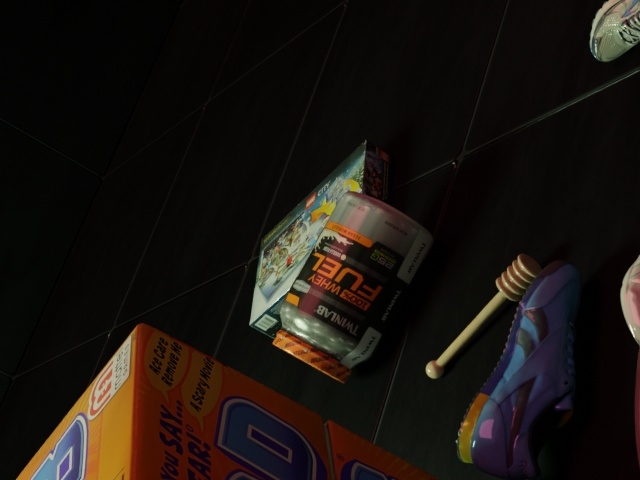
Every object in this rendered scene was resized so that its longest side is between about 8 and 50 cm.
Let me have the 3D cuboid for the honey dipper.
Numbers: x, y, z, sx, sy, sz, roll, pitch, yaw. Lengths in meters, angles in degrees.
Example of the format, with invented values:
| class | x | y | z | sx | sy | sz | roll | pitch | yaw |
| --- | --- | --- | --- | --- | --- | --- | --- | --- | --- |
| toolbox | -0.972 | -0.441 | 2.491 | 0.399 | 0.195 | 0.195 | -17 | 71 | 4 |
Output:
| class | x | y | z | sx | sy | sz | roll | pitch | yaw |
| --- | --- | --- | --- | --- | --- | --- | --- | --- | --- |
| honey dipper | 0.152 | 0.077 | 1.295 | 0.161 | 0.030 | 0.030 | -50 | 23 | 26 |

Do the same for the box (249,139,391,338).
| class | x | y | z | sx | sy | sz | roll | pitch | yaw |
| --- | --- | --- | --- | --- | --- | --- | --- | --- | --- |
| box | 0.000 | 0.000 | 1.704 | 0.233 | 0.044 | 0.159 | -42 | 27 | 36 |

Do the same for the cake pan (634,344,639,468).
| class | x | y | z | sx | sy | sz | roll | pitch | yaw |
| --- | --- | --- | --- | --- | --- | --- | --- | --- | --- |
| cake pan | 0.292 | 0.079 | 0.844 | 0.293 | 0.054 | 0.293 | -169 | 90 | -76 |

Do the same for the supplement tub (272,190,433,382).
| class | x | y | z | sx | sy | sz | roll | pitch | yaw |
| --- | --- | --- | --- | --- | --- | --- | --- | --- | --- |
| supplement tub | 0.032 | 0.052 | 1.470 | 0.190 | 0.117 | 0.117 | -62 | 22 | -5 |

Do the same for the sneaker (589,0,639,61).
| class | x | y | z | sx | sy | sz | roll | pitch | yaw |
| --- | --- | --- | --- | --- | --- | --- | --- | --- | --- |
| sneaker | 0.315 | -0.220 | 1.301 | 0.135 | 0.052 | 0.058 | -47 | 29 | 29 |

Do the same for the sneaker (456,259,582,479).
| class | x | y | z | sx | sy | sz | roll | pitch | yaw |
| --- | --- | --- | --- | --- | --- | --- | --- | --- | --- |
| sneaker | 0.193 | 0.111 | 1.138 | 0.082 | 0.069 | 0.209 | 11 | 58 | 33 |

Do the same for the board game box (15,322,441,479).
| class | x | y | z | sx | sy | sz | roll | pitch | yaw |
| --- | --- | --- | --- | --- | --- | --- | --- | --- | --- |
| board game box | -0.084 | 0.359 | 1.001 | 0.356 | 0.356 | 0.356 | -50 | 24 | 22 |

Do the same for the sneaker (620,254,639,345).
| class | x | y | z | sx | sy | sz | roll | pitch | yaw |
| --- | --- | --- | --- | --- | --- | --- | --- | --- | --- |
| sneaker | 0.280 | 0.020 | 1.061 | 0.061 | 0.053 | 0.152 | -23 | 40 | 52 |
